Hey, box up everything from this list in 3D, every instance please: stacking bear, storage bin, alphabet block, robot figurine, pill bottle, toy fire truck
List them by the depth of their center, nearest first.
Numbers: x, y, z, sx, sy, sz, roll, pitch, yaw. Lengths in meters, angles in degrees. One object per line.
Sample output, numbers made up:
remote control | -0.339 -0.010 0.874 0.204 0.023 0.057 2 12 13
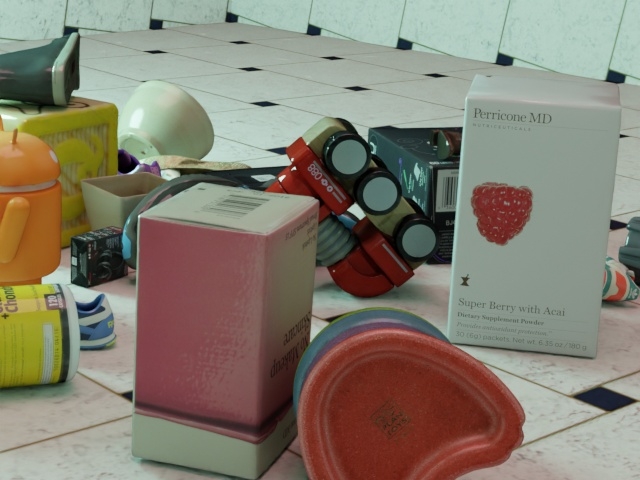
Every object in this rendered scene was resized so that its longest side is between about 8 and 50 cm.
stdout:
stacking bear | 0.056 0.135 1.237 0.175 0.164 0.289 -42 4 2
pill bottle | -0.340 0.099 1.384 0.184 0.103 0.103 -3 17 -21
robot figurine | -0.368 -0.033 1.627 0.128 0.219 0.158 8 16 18
toy fire truck | 0.000 0.000 1.721 0.246 0.217 0.158 -39 18 4
alphabet block | -0.414 -0.102 1.911 0.197 0.193 0.192 14 20 33
storage bin | -0.077 -0.053 2.000 0.180 0.084 0.122 -5 18 -28

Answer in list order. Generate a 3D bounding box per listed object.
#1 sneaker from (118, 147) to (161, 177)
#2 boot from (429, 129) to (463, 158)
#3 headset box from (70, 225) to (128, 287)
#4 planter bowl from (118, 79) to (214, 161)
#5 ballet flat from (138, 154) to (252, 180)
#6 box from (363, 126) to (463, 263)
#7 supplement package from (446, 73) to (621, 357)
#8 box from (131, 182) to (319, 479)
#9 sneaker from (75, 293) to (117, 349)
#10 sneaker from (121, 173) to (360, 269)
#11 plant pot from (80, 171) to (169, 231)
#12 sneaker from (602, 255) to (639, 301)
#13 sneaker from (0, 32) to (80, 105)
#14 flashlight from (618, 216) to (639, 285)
sneaker | -0.320 -0.090 2.047 0.236 0.104 0.095 11 19 30
boot | 0.215 -0.133 1.904 0.114 0.037 0.106 4 18 -8
headset box | -0.277 0.019 1.747 0.032 0.062 0.083 15 19 35
planter bowl | -0.272 -0.168 2.276 0.162 0.162 0.109 12 44 27
ballet flat | -0.202 -0.092 2.150 0.206 0.073 0.067 -2 31 -4
box | 0.182 -0.074 2.013 0.165 0.143 0.270 -2 16 -17
supplement package | 0.249 -0.035 1.617 0.177 0.293 0.175 5 16 9
box | -0.086 0.078 1.266 0.127 0.232 0.148 8 17 16
sneaker | -0.296 0.088 1.510 0.144 0.059 0.053 -3 19 -18
sneaker | -0.098 -0.018 1.805 0.341 0.125 0.140 -13 27 -38
plant pot | -0.252 -0.030 1.863 0.109 0.096 0.109 -9 21 -38
sneaker | 0.368 0.046 1.816 0.075 0.057 0.161 17 12 -12
sneaker | -0.397 -0.243 1.909 0.118 0.083 0.222 2 17 -3
flashlight | 0.540 0.039 1.767 0.304 0.103 0.103 13 16 34
